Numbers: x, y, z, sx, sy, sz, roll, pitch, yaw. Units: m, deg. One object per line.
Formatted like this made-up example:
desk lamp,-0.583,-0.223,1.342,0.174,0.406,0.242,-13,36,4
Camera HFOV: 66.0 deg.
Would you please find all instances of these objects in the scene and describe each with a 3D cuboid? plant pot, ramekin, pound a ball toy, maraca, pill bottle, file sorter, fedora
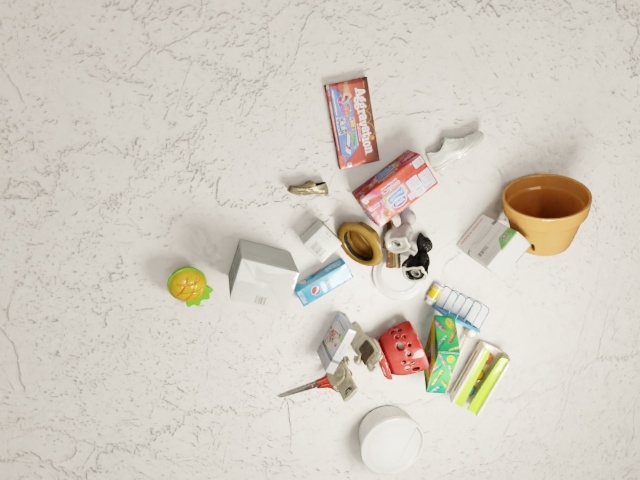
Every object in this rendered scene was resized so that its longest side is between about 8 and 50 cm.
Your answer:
plant pot,0.811,-0.082,1.790,0.290,0.291,0.204,-19,127,-6
ramekin,0.279,0.806,2.018,0.272,0.127,0.273,-3,107,-11
pound a ball toy,0.624,0.521,2.020,0.208,0.136,0.319,26,101,7
plant pot,0.295,0.421,1.867,0.174,0.191,0.191,-20,111,0
maraca,-0.441,0.159,1.670,0.127,0.099,0.186,-32,136,-4
pill bottle,0.439,0.208,1.906,0.043,0.043,0.083,27,99,-19
file sorter,0.547,0.263,1.910,0.170,0.118,0.105,25,98,-19
fedora,0.151,0.000,1.739,0.079,0.194,0.194,-47,116,-35

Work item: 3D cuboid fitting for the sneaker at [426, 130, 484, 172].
sneaker,0.472,-0.334,1.729,0.212,0.080,0.094,-35,100,1

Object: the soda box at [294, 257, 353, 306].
soda box,0.009,0.148,1.776,0.210,0.071,0.067,-30,110,-2

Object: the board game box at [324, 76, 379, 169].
board game box,0.108,-0.390,1.651,0.144,0.027,0.282,-15,110,-9

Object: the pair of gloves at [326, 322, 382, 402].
pair of gloves,0.122,0.451,1.836,0.042,0.204,0.240,32,97,-42

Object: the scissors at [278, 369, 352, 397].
scissors,-0.019,0.558,1.932,0.296,0.021,0.109,-1,110,-11

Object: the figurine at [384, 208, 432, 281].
figurine,0.324,0.001,1.750,0.092,0.209,0.215,-18,117,36

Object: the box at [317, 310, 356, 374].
box,0.057,0.376,1.821,0.038,0.145,0.186,25,101,-20

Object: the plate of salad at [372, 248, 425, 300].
plate of salad,0.295,0.123,1.841,0.199,0.048,0.200,0,91,2

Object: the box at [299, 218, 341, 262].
box,0.000,0.000,1.719,0.102,0.087,0.101,-44,111,3

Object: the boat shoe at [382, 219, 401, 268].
boat shoe,0.252,0.016,1.785,0.060,0.064,0.178,-7,93,13

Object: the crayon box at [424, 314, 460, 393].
crayon box,0.451,0.432,1.857,0.081,0.165,0.279,3,133,3

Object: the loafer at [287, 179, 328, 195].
loafer,-0.042,-0.180,1.672,0.147,0.056,0.050,-1,107,-23

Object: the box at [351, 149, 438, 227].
box,0.253,-0.181,1.698,0.256,0.123,0.128,-38,111,1

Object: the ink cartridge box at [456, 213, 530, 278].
ink cartridge box,0.624,0.017,1.795,0.092,0.219,0.160,35,98,-23

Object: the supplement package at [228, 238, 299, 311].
supplement package,-0.196,0.114,1.650,0.194,0.203,0.149,16,104,-16
